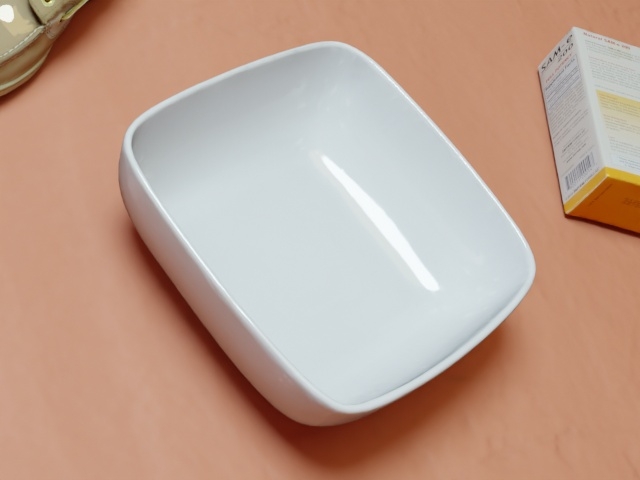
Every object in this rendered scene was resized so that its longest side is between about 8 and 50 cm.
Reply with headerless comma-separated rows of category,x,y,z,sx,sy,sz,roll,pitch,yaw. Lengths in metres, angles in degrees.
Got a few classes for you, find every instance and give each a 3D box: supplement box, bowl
supplement box,0.150,-0.054,0.605,0.062,0.036,0.098,14,52,-21
bowl,0.000,0.000,0.469,0.142,0.053,0.142,-30,75,-40

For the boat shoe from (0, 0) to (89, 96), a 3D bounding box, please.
boat shoe,-0.117,-0.107,0.483,0.050,0.045,0.135,32,48,-6
